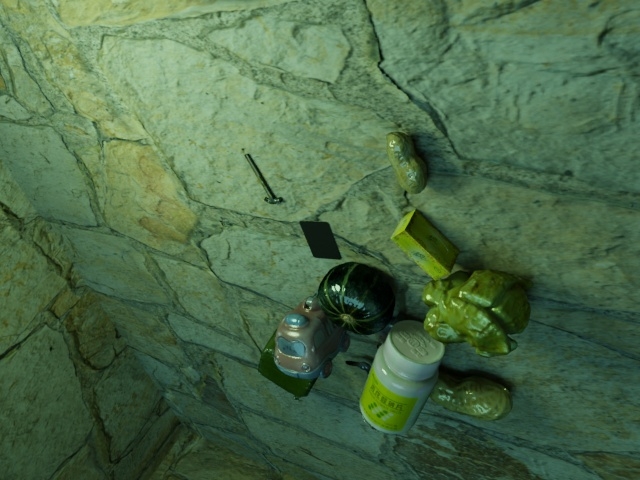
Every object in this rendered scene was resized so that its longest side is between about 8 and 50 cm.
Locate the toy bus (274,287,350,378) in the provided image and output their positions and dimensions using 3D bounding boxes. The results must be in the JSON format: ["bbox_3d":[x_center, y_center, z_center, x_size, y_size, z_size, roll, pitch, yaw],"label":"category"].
[{"bbox_3d":[-0.038,0.322,1.685,0.197,0.294,0.231,8,123,33],"label":"toy bus"}]

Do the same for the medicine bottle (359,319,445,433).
[{"bbox_3d":[0.269,0.460,1.614,0.214,0.213,0.378,23,127,14],"label":"medicine bottle"}]

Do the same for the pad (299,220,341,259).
[{"bbox_3d":[0.000,0.000,1.557,0.112,0.003,0.157,4,131,32],"label":"pad"}]

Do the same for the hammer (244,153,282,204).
[{"bbox_3d":[-0.186,-0.188,1.492,0.062,0.017,0.182,-9,122,40],"label":"hammer"}]

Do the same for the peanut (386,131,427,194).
[{"bbox_3d":[0.212,-0.188,1.169,0.080,0.080,0.174,-8,125,39],"label":"peanut"}]

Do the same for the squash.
[{"bbox_3d":[0.114,0.187,1.537,0.252,0.165,0.252,19,141,16],"label":"squash"}]

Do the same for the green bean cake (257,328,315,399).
[{"bbox_3d":[-0.121,0.513,2.023,0.250,0.156,0.246,27,138,9],"label":"green bean cake"}]

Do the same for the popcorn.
[{"bbox_3d":[0.416,0.187,1.285,0.277,0.225,0.276,24,151,14],"label":"popcorn"}]

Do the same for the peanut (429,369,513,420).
[{"bbox_3d":[0.489,0.519,1.635,0.306,0.147,0.147,-1,128,41],"label":"peanut"}]

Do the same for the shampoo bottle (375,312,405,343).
[{"bbox_3d":[0.247,0.303,1.652,0.080,0.040,0.165,27,141,3],"label":"shampoo bottle"}]

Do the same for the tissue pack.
[{"bbox_3d":[0.284,0.011,1.300,0.176,0.095,0.062,43,141,-9],"label":"tissue pack"}]

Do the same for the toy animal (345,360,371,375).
[{"bbox_3d":[0.261,0.562,1.858,0.324,0.090,0.195,43,139,-13],"label":"toy animal"}]

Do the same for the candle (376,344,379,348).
[{"bbox_3d":[0.273,0.385,1.731,0.167,0.021,0.026,-11,121,41],"label":"candle"}]
